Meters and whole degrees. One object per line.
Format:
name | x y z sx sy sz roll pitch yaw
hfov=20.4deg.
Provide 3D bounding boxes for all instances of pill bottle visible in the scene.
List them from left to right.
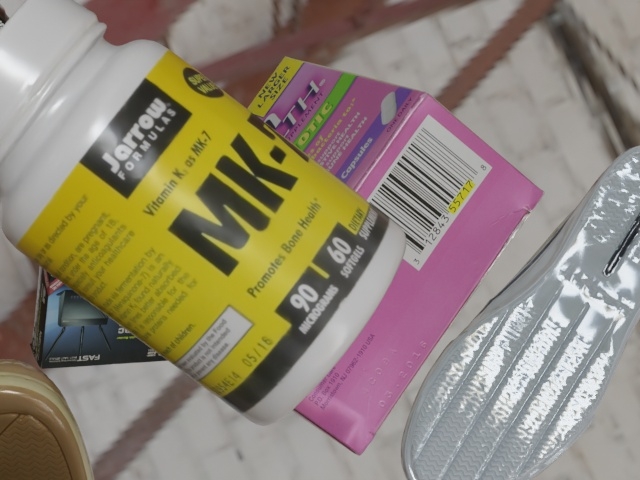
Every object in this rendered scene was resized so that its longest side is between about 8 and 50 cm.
pill bottle | -0.074 -0.018 0.836 0.208 0.119 0.119 37 -7 -7

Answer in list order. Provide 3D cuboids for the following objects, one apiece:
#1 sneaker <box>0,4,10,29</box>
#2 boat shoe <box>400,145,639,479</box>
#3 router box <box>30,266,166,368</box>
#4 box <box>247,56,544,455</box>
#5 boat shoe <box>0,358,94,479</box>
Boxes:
sneaker | -0.318 -0.177 1.333 0.302 0.108 0.121 22 -38 41
boat shoe | 0.166 0.066 1.249 0.109 0.302 0.094 39 -10 6
router box | -0.175 0.056 1.476 0.038 0.122 0.092 -123 -143 -53
box | 0.000 0.000 1.231 0.117 0.213 0.243 38 -5 -24
boat shoe | -0.202 0.185 1.132 0.110 0.121 0.341 -90 -173 -47
